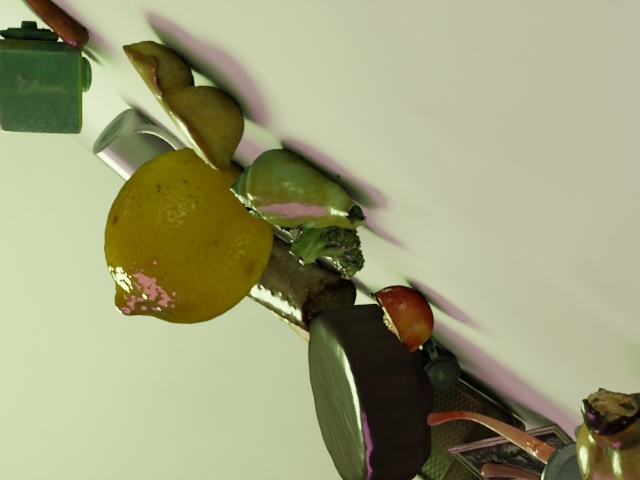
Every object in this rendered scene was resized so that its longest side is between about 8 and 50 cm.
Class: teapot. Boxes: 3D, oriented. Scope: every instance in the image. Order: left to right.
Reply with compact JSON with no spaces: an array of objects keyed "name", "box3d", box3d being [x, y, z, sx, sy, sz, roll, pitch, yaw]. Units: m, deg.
[{"name":"teapot","box3d":[0.174,0.185,1.559,0.057,0.066,0.088,-120,8,-61]}]

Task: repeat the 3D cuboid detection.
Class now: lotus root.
[{"name":"lotus root","box3d":[0.282,0.188,0.833,0.221,0.118,0.125,43,139,-14]}]

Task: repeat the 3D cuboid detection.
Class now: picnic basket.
[{"name":"picnic basket","box3d":[0.189,0.300,1.685,0.139,0.165,0.266,29,-178,-43]}]

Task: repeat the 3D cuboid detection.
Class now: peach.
[{"name":"peach","box3d":[0.107,0.090,1.278,0.098,0.061,0.098,59,-179,-1]}]

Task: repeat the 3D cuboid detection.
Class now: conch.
[{"name":"conch","box3d":[-0.025,-0.049,1.066,0.200,0.080,0.095,23,-176,33]}]

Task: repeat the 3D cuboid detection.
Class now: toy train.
[{"name":"toy train","box3d":[-0.507,-0.227,1.400,0.368,0.151,0.237,0,-163,-11]}]

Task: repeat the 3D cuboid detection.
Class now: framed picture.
[{"name":"framed picture","box3d":[0.303,0.329,1.520,0.183,0.011,0.142,-20,133,32]}]

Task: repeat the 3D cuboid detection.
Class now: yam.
[{"name":"yam","box3d":[-0.073,0.058,1.702,0.279,0.131,0.131,30,169,41]}]

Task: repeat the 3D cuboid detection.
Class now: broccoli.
[{"name":"broccoli","box3d":[0.000,0.000,1.149,0.095,0.092,0.097,12,138,44]}]

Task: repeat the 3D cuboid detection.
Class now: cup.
[{"name":"cup","box3d":[-0.278,-0.147,1.641,0.133,0.136,0.099,43,-155,-25]}]

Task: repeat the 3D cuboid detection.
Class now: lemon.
[{"name":"lemon","box3d":[-0.185,0.001,1.400,0.228,0.254,0.228,25,175,2]}]

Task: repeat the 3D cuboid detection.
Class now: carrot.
[{"name":"carrot","box3d":[-0.335,-0.281,1.292,0.093,0.032,0.032,42,172,-2]}]

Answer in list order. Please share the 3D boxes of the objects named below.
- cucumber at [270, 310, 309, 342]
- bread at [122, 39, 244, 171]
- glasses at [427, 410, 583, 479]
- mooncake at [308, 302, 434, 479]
[{"name":"cucumber","box3d":[0.002,0.153,2.011,0.325,0.105,0.145,37,-161,8]},{"name":"bread","box3d":[-0.135,-0.146,1.055,0.149,0.065,0.188,48,178,15]},{"name":"glasses","box3d":[0.295,0.294,1.375,0.234,0.118,0.268,42,170,-37]},{"name":"mooncake","box3d":[0.081,0.234,1.543,0.283,0.141,0.283,170,90,-75]}]
